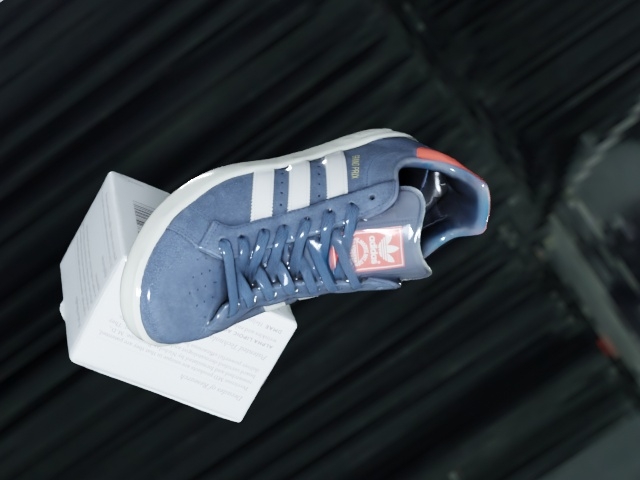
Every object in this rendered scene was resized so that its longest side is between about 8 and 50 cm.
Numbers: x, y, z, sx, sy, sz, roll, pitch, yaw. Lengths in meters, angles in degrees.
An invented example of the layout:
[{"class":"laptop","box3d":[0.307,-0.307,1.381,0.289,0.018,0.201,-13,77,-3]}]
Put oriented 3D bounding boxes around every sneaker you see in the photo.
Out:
[{"class":"sneaker","box3d":[0.000,0.000,1.578,0.148,0.350,0.131,21,-52,41]}]

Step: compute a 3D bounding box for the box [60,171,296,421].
[{"class":"box","box3d":[-0.137,0.051,1.800,0.182,0.119,0.181,23,22,-21]}]
